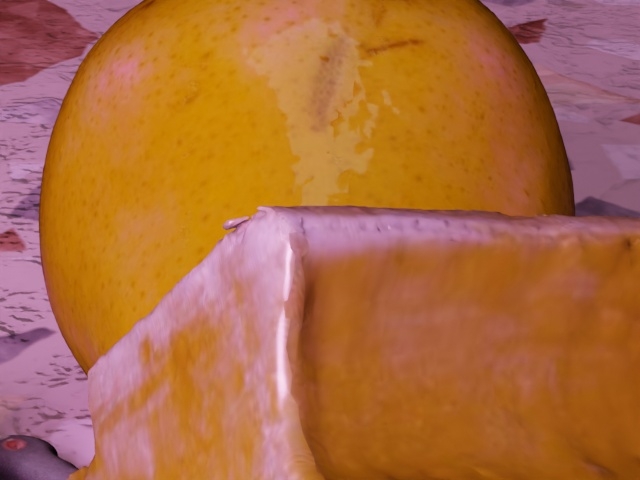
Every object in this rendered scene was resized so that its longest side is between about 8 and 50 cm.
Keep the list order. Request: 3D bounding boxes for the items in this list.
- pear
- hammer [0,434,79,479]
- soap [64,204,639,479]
[{"bbox_3d":[-0.009,0.004,1.018,0.285,0.285,0.336,4,57,8],"label":"pear"},{"bbox_3d":[-0.055,0.149,0.936,0.288,0.033,0.111,18,28,36],"label":"hammer"},{"bbox_3d":[0.078,0.117,0.767,0.339,0.304,0.169,3,64,-27],"label":"soap"}]
